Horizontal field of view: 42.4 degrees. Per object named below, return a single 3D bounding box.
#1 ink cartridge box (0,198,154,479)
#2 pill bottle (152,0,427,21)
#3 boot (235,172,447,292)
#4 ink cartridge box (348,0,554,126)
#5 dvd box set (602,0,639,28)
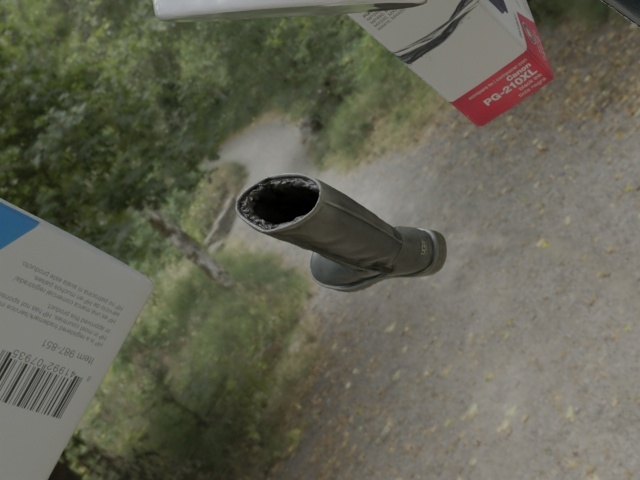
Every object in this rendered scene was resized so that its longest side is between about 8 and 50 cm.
[{"bbox_3d":[-0.291,0.104,0.539,0.129,0.223,0.307,21,81,44],"label":"ink cartridge box"},{"bbox_3d":[-0.025,-0.279,0.390,0.188,0.188,0.334,-103,10,-77],"label":"pill bottle"},{"bbox_3d":[-0.001,-0.002,0.807,0.190,0.208,0.076,-16,72,42],"label":"boot"},{"bbox_3d":[0.113,-0.252,0.822,0.100,0.237,0.172,-33,44,30],"label":"ink cartridge box"},{"bbox_3d":[0.401,-0.283,0.562,0.420,0.062,0.307,-33,35,11],"label":"dvd box set"}]
